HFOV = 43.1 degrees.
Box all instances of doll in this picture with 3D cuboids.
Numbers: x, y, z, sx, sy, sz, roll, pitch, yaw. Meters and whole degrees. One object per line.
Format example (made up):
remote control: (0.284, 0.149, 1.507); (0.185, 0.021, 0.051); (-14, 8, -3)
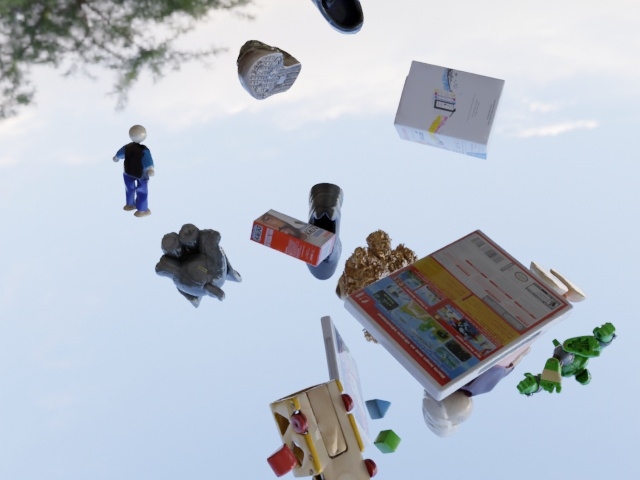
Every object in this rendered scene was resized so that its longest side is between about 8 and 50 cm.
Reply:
doll: (-0.380, -0.147, 1.662); (0.129, 0.189, 0.046); (27, -147, 32)

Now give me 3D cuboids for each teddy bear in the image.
teddy bear: (0.127, 0.096, 1.796); (0.113, 0.245, 0.338); (8, -159, 24)

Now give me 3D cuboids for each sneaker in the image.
sneaker: (-0.083, -0.224, 1.044); (0.071, 0.066, 0.188); (30, -167, 8)
sneaker: (0.000, 0.000, 1.997); (0.109, 0.286, 0.130); (2, -140, 3)
sneaker: (-0.003, -0.441, 1.338); (0.081, 0.232, 0.090); (-41, -160, 2)

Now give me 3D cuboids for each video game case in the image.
video game case: (0.206, 0.097, 1.193); (0.285, 0.025, 0.204); (-24, -128, -31)
video game case: (0.049, 0.266, 1.519); (0.023, 0.201, 0.183); (-16, -129, 9)

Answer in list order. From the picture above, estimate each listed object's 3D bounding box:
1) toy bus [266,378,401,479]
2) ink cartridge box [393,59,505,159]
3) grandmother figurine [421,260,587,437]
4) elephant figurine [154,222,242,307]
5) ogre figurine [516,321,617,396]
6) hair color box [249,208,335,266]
toy bus: (0.002, 0.305, 1.177); (0.104, 0.191, 0.202); (-28, -146, 52)
ink cartridge box: (0.317, -0.319, 1.996); (0.233, 0.168, 0.171); (15, 177, 12)
grandmother figurine: (0.282, 0.192, 1.344); (0.208, 0.342, 0.104); (21, -157, -35)
elephant figurine: (-0.259, 0.063, 1.816); (0.169, 0.239, 0.186); (5, -107, 8)
ogre figurine: (0.458, 0.219, 1.486); (0.097, 0.197, 0.118); (36, -172, 26)
hair color box: (-0.062, -0.008, 1.809); (0.167, 0.053, 0.093); (20, -153, 15)
